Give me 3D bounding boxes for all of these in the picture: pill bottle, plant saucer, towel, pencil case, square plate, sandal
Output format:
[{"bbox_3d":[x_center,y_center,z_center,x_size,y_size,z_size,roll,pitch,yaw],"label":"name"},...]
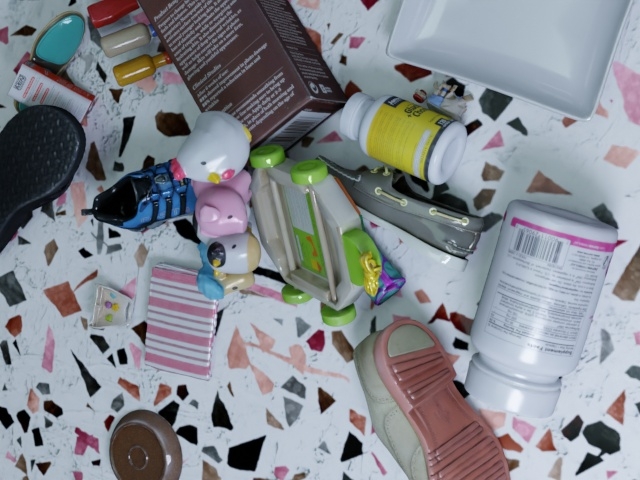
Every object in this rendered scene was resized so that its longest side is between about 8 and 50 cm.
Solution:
[{"bbox_3d":[0.125,-0.164,1.590,0.184,0.103,0.103,26,104,25],"label":"pill bottle"},{"bbox_3d":[-0.330,0.398,1.904,0.168,0.029,0.168,1,92,28],"label":"plant saucer"},{"bbox_3d":[0.307,0.096,1.470,0.160,0.160,0.283,20,102,26],"label":"pill bottle"},{"bbox_3d":[-0.246,0.145,1.850,0.144,0.029,0.197,11,100,28],"label":"towel"},{"bbox_3d":[0.070,0.028,1.648,0.064,0.070,0.152,-34,75,-13],"label":"pencil case"},{"bbox_3d":[0.300,-0.387,1.517,0.347,0.049,0.344,24,103,26],"label":"square plate"},{"bbox_3d":[-0.566,-0.120,1.980,0.445,0.107,0.168,-36,78,38],"label":"sandal"}]

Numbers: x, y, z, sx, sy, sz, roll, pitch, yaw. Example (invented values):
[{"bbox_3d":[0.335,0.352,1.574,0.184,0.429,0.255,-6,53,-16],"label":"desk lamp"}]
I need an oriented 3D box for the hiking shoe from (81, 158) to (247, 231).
[{"bbox_3d":[-0.261,-0.086,1.786,0.304,0.132,0.113,-26,80,27],"label":"hiking shoe"}]

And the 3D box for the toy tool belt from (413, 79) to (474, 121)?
[{"bbox_3d":[0.190,-0.221,1.590,0.083,0.052,0.051,32,75,20],"label":"toy tool belt"}]

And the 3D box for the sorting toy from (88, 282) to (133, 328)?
[{"bbox_3d":[-0.383,0.126,1.916,0.075,0.045,0.083,14,98,20],"label":"sorting toy"}]

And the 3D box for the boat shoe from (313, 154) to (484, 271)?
[{"bbox_3d":[0.112,-0.062,1.603,0.305,0.109,0.091,31,101,21],"label":"boat shoe"}]

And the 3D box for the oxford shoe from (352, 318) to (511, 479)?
[{"bbox_3d":[0.174,0.314,1.593,0.146,0.140,0.397,-29,82,58],"label":"oxford shoe"}]

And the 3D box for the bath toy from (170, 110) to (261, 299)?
[{"bbox_3d":[-0.163,-0.049,1.630,0.151,0.129,0.348,38,152,25],"label":"bath toy"}]

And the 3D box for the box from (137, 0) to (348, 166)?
[{"bbox_3d":[-0.139,-0.329,1.709,0.191,0.143,0.381,-36,77,26],"label":"box"}]

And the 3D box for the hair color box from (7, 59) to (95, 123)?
[{"bbox_3d":[-0.500,-0.269,1.919,0.141,0.043,0.072,29,108,-13],"label":"hair color box"}]

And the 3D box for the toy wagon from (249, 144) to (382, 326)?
[{"bbox_3d":[0.000,0.000,1.588,0.344,0.068,0.267,24,133,51],"label":"toy wagon"}]

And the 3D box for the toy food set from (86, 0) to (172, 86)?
[{"bbox_3d":[-0.355,-0.404,1.847,0.104,0.111,0.232,-21,69,-3],"label":"toy food set"}]

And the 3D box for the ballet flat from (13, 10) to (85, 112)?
[{"bbox_3d":[-0.523,-0.345,1.954,0.232,0.080,0.073,-55,39,17],"label":"ballet flat"}]
